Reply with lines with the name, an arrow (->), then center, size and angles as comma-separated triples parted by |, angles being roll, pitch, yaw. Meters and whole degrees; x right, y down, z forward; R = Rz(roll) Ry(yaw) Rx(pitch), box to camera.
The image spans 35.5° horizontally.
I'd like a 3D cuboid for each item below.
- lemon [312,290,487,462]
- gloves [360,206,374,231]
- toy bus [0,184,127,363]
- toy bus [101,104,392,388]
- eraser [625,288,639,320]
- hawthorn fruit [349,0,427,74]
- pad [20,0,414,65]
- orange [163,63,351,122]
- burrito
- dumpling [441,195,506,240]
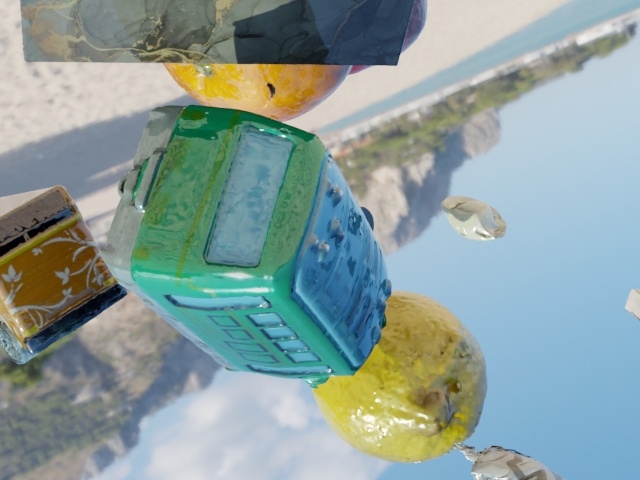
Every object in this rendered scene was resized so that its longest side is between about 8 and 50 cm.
lemon -> 0.114, 0.197, 1.441 | 0.245, 0.245, 0.320 | -23, -162, -11
gloves -> -0.003, -0.013, 2.007 | 0.135, 0.107, 0.268 | -28, -179, -44
toy bus -> -0.420, 0.041, 1.350 | 0.162, 0.194, 0.323 | -36, -161, -31
toy bus -> -0.049, 0.020, 0.992 | 0.199, 0.184, 0.343 | 7, 160, 19
eraser -> 0.518, 0.109, 1.595 | 0.019, 0.038, 0.083 | 13, -164, -17
hawthorn fruit -> 0.052, -0.463, 1.903 | 0.295, 0.295, 0.311 | -18, -179, 39
pad -> -0.082, -0.251, 0.890 | 0.367, 0.007, 0.248 | -1, 139, -12
orange -> -0.084, -0.280, 1.219 | 0.226, 0.284, 0.284 | -50, -162, -27
burrito -> 0.358, 0.402, 1.378 | 0.101, 0.445, 0.139 | -57, -163, -13
dumpling -> 0.183, -0.028, 1.163 | 0.077, 0.043, 0.059 | 12, -144, 36
